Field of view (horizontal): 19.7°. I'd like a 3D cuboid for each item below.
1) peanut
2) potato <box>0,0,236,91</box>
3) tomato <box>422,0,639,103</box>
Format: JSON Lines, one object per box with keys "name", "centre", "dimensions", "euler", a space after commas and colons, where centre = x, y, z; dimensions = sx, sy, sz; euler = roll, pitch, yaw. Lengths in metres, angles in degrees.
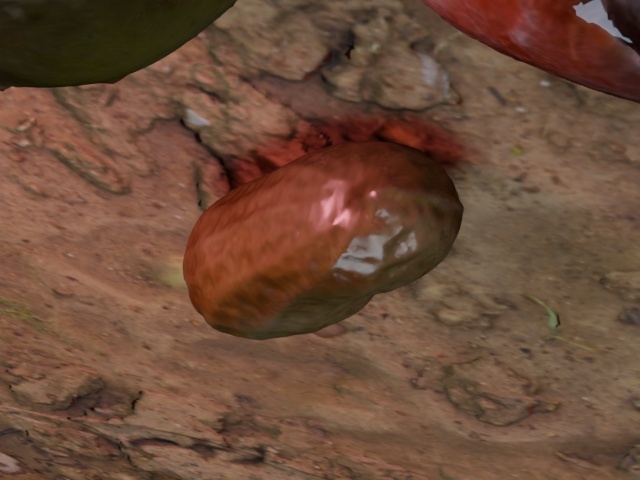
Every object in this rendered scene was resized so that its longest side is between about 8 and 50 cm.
{"name": "peanut", "centre": [0.000, 0.000, 1.081], "dimensions": [0.108, 0.095, 0.226], "euler": [10, 159, -30]}
{"name": "potato", "centre": [-0.166, -0.160, 0.709], "dimensions": [0.307, 0.173, 0.210], "euler": [6, 158, 16]}
{"name": "tomato", "centre": [0.086, -0.150, 0.534], "dimensions": [0.180, 0.214, 0.155], "euler": [15, -179, -40]}
